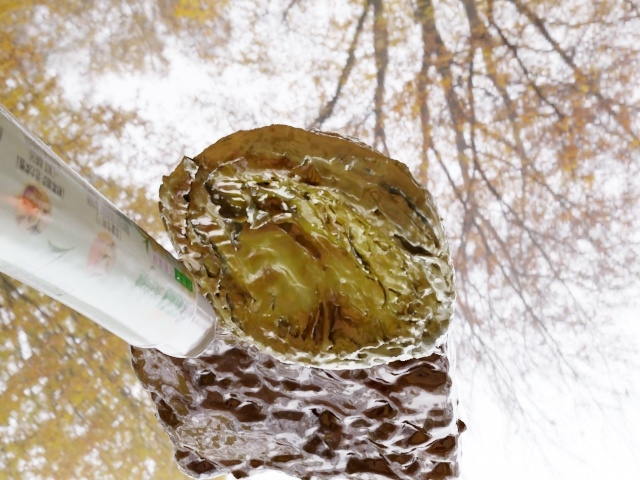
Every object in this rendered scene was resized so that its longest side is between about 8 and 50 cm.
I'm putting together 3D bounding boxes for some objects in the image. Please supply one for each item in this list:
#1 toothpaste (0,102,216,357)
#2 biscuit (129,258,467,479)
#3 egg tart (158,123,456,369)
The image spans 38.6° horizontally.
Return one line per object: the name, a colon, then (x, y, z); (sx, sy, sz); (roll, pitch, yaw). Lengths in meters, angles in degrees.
toothpaste: (-0.116, -0.006, 0.395); (0.056, 0.314, 0.058); (-44, -117, -5)
biscuit: (-0.020, 0.151, 1.134); (0.395, 0.342, 0.166); (0, -136, 13)
egg tart: (0.000, 0.000, 0.701); (0.232, 0.252, 0.098); (-35, -155, 37)
